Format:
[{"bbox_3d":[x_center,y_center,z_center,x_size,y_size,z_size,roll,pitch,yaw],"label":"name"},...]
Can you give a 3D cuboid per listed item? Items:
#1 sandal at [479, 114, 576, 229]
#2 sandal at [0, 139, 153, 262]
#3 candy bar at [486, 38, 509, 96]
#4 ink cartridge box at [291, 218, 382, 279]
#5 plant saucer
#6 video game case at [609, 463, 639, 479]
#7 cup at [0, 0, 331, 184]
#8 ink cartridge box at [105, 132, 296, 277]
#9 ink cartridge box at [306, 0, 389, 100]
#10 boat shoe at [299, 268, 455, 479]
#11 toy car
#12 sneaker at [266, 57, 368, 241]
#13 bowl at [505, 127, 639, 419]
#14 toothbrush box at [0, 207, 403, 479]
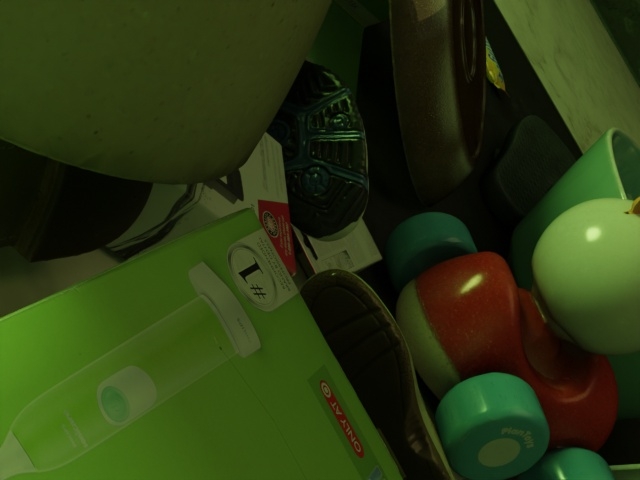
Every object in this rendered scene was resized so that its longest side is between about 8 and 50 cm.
[{"bbox_3d":[0.232,-0.080,1.341,0.097,0.054,0.254,54,34,1],"label":"sandal"},{"bbox_3d":[-0.175,-0.035,0.473,0.079,0.088,0.240,35,18,27],"label":"sandal"},{"bbox_3d":[0.210,-0.261,1.522,0.040,0.018,0.161,15,51,-58],"label":"candy bar"},{"bbox_3d":[0.000,0.000,0.811,0.062,0.029,0.115,63,25,3],"label":"ink cartridge box"},{"bbox_3d":[0.113,-0.186,1.047,0.310,0.050,0.310,-1,90,-74],"label":"plant saucer"},{"bbox_3d":[0.321,0.208,1.029,0.201,0.183,0.023,16,67,-57],"label":"video game case"},{"bbox_3d":[-0.094,-0.221,0.504,0.331,0.237,0.331,35,22,-16],"label":"cup"},{"bbox_3d":[-0.086,-0.042,0.644,0.150,0.063,0.109,39,32,-41],"label":"ink cartridge box"},{"bbox_3d":[0.008,-0.222,0.954,0.171,0.056,0.235,32,54,-47],"label":"ink cartridge box"},{"bbox_3d":[0.036,0.103,0.740,0.072,0.068,0.190,-62,132,-77],"label":"boat shoe"},{"bbox_3d":[0.198,0.055,0.847,0.210,0.238,0.219,43,21,-35],"label":"toy car"},{"bbox_3d":[-0.017,-0.081,0.780,0.081,0.080,0.211,65,2,-56],"label":"sneaker"},{"bbox_3d":[0.301,0.057,1.175,0.311,0.163,0.311,45,28,-33],"label":"bowl"},{"bbox_3d":[-0.076,0.126,0.410,0.206,0.122,0.283,61,23,-2],"label":"toothbrush box"}]
